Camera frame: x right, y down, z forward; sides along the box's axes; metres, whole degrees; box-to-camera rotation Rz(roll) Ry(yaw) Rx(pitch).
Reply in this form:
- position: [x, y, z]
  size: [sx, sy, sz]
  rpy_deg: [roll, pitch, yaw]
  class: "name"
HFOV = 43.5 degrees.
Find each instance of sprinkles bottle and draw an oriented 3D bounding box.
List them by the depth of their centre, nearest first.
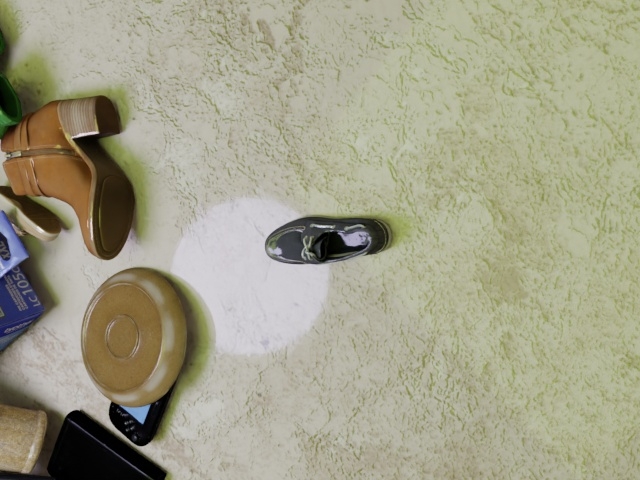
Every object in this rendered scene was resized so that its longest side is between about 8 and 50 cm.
- position: [-0.666, 0.319, 1.387]
  size: [0.355, 0.121, 0.121]
  rpy_deg: [20, 110, -25]
  class: "sprinkles bottle"

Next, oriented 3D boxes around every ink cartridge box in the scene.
- position: [-0.679, 0.098, 1.442]
  size: [0.395, 0.151, 0.270]
  rpy_deg: [-37, 82, 31]
  class: "ink cartridge box"

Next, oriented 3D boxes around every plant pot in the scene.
- position: [-0.325, 0.162, 1.348]
  size: [0.236, 0.032, 0.236]
  rpy_deg: [-4, 83, 30]
  class: "plant pot"

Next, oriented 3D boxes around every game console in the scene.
- position: [-0.344, 0.315, 1.400]
  size: [0.213, 0.044, 0.361]
  rpy_deg: [28, 106, 18]
  class: "game console"

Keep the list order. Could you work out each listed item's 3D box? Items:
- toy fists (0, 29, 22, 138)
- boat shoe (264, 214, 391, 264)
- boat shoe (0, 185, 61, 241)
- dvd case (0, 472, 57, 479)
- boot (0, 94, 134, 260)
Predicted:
- position: [-0.608, -0.270, 1.390]
  size: [0.142, 0.096, 0.279]
  rpy_deg: [-26, 68, 11]
  class: "toy fists"
- position: [0.000, 0.000, 1.196]
  size: [0.206, 0.065, 0.075]
  rpy_deg: [-5, 95, 24]
  class: "boat shoe"
- position: [-0.528, -0.037, 1.430]
  size: [0.170, 0.063, 0.059]
  rpy_deg: [33, 111, 27]
  class: "boat shoe"
- position: [-0.574, 0.528, 1.436]
  size: [0.180, 0.022, 0.253]
  rpy_deg: [8, 106, -11]
  class: "dvd case"
- position: [-0.440, -0.095, 1.352]
  size: [0.220, 0.109, 0.283]
  rpy_deg: [-10, 90, 23]
  class: "boot"
